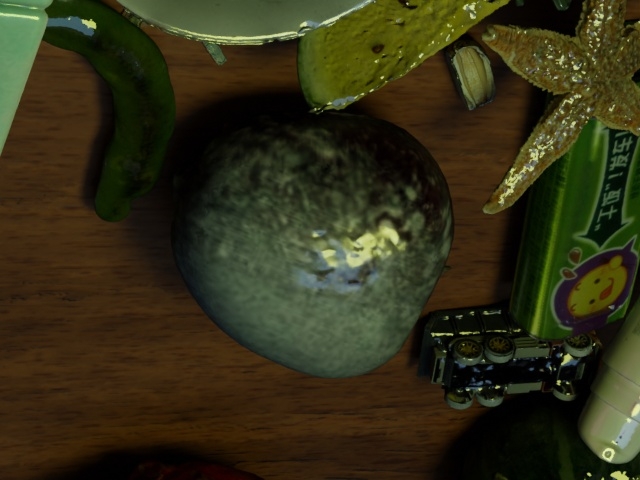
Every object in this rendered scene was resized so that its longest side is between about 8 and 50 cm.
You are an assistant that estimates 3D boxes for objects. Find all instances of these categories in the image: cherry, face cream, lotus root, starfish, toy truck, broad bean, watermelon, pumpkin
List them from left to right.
[{"bbox_3d":[-0.200,-0.131,1.780,0.144,0.049,0.292,-24,136,10],"label":"broad bean"},{"bbox_3d":[0.000,0.000,1.873,0.296,0.218,0.255,17,127,-19],"label":"cherry"},{"bbox_3d":[0.094,-0.219,1.768,0.301,0.129,0.123,-34,135,-3],"label":"watermelon"},{"bbox_3d":[0.143,-0.165,1.913,0.037,0.030,0.083,-27,137,-2],"label":"lotus root"},{"bbox_3d":[0.202,0.119,2.166,0.192,0.092,0.083,-3,131,-11],"label":"toy truck"},{"bbox_3d":[0.231,-0.156,1.824,0.295,0.048,0.231,-43,134,0],"label":"starfish"},{"bbox_3d":[0.297,0.297,2.296,0.300,0.207,0.300,-4,140,-4],"label":"pumpkin"},{"bbox_3d":[0.386,0.078,2.128,0.102,0.102,0.345,25,99,-39],"label":"face cream"}]

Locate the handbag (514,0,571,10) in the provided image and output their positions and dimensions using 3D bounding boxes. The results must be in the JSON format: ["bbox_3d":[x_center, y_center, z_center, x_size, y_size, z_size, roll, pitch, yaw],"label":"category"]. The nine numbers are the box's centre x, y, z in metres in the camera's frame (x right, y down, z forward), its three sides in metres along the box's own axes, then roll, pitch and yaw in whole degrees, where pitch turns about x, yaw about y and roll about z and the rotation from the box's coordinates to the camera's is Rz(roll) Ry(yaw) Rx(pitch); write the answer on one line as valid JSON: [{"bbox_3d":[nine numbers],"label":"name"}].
[{"bbox_3d":[0.203,-0.351,1.621,0.079,0.260,0.247,12,138,21],"label":"handbag"}]

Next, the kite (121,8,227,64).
[{"bbox_3d":[-0.122,-0.204,1.772,0.137,0.005,0.152,-22,136,-1],"label":"kite"}]

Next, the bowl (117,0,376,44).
[{"bbox_3d":[-0.055,-0.337,1.571,0.345,0.157,0.345,-13,134,-14],"label":"bowl"}]

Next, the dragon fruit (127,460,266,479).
[{"bbox_3d":[-0.129,0.368,2.115,0.342,0.277,0.277,26,116,-38],"label":"dragon fruit"}]

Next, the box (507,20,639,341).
[{"bbox_3d":[0.275,-0.058,2.029,0.134,0.097,0.346,-17,136,-22],"label":"box"}]

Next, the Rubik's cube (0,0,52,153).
[{"bbox_3d":[-0.391,-0.207,1.423,0.316,0.319,0.322,3,130,-28],"label":"Rubik's cube"}]
